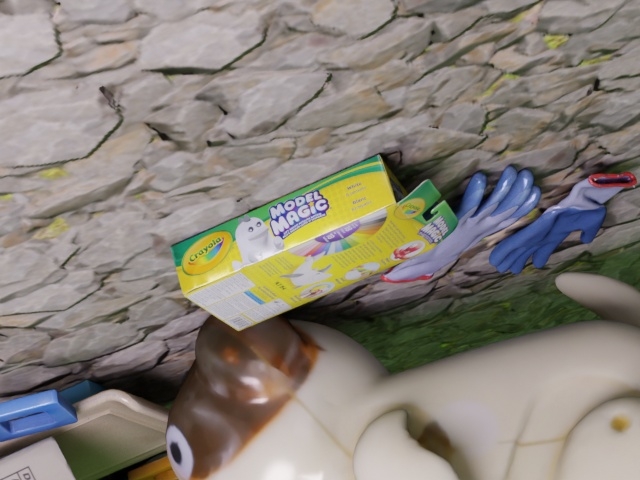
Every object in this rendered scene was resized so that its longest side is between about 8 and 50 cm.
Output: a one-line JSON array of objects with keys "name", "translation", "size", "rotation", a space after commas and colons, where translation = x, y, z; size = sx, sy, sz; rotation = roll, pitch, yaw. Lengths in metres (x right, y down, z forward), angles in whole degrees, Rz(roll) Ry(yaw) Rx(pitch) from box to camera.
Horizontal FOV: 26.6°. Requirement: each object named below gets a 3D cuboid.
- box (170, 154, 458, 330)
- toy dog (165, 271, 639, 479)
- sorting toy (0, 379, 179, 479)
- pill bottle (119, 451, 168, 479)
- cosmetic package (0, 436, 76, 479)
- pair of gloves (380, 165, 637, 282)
[{"name": "box", "translation": [0.000, 0.000, 0.920], "size": [0.179, 0.043, 0.105], "rotation": [-21, 157, 11]}, {"name": "toy dog", "translation": [0.083, 0.170, 1.026], "size": [0.408, 0.395, 0.284], "rotation": [7, 157, 7]}, {"name": "sorting toy", "translation": [-0.204, 0.162, 1.123], "size": [0.196, 0.047, 0.348], "rotation": [-20, 158, 13]}, {"name": "pill bottle", "translation": [-0.192, 0.309, 1.365], "size": [0.124, 0.124, 0.221], "rotation": [4, 147, -45]}, {"name": "cosmetic package", "translation": [-0.302, 0.282, 0.977], "size": [0.296, 0.153, 0.129], "rotation": [-22, 165, -29]}, {"name": "pair of gloves", "translation": [0.146, -0.013, 1.037], "size": [0.198, 0.023, 0.159], "rotation": [-5, 155, -29]}]
